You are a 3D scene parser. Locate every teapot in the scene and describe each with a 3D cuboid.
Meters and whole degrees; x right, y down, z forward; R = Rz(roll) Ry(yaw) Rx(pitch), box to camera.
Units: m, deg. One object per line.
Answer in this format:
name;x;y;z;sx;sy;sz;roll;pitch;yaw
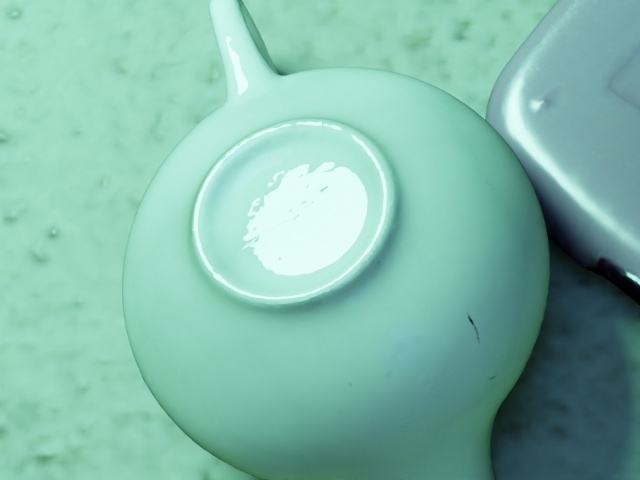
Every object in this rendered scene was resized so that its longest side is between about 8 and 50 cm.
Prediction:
teapot;0.000;0.000;0.620;0.145;0.092;0.226;-21;60;4

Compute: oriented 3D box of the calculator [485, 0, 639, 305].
calculator;0.190;-0.028;0.607;0.294;0.043;0.194;38;81;27
